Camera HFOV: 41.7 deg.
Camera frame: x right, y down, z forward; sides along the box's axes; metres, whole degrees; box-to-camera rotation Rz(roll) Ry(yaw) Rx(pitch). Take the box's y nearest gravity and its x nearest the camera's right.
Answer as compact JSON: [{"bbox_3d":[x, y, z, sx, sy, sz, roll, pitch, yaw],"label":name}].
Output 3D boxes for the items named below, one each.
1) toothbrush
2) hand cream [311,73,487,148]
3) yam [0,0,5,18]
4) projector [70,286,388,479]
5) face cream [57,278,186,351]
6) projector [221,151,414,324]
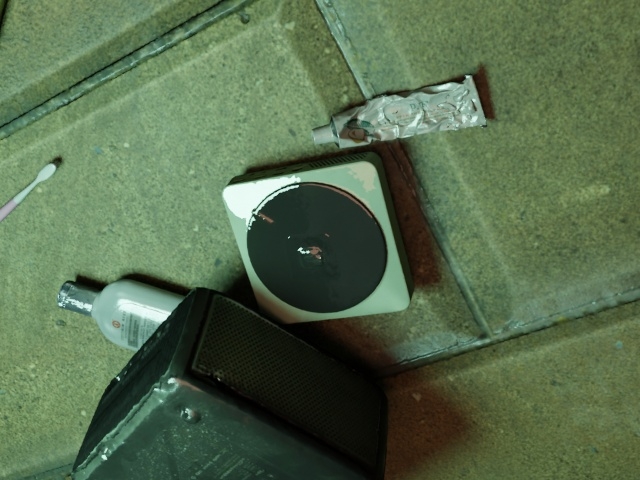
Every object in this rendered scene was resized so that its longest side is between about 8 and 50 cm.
[{"bbox_3d":[-0.550,-0.062,1.492,0.286,0.025,0.020,-34,106,28],"label":"toothbrush"},{"bbox_3d":[0.110,-0.179,1.240,0.256,0.050,0.084,-12,114,14],"label":"hand cream"},{"bbox_3d":[-0.594,-0.268,1.369,0.083,0.083,0.372,31,120,-2],"label":"yam"},{"bbox_3d":[-0.154,0.334,1.413,0.405,0.242,0.395,33,127,-17],"label":"projector"},{"bbox_3d":[-0.327,0.139,1.503,0.291,0.071,0.144,15,120,6],"label":"face cream"},{"bbox_3d":[0.000,0.000,1.341,0.257,0.079,0.259,-8,114,18],"label":"projector"}]
